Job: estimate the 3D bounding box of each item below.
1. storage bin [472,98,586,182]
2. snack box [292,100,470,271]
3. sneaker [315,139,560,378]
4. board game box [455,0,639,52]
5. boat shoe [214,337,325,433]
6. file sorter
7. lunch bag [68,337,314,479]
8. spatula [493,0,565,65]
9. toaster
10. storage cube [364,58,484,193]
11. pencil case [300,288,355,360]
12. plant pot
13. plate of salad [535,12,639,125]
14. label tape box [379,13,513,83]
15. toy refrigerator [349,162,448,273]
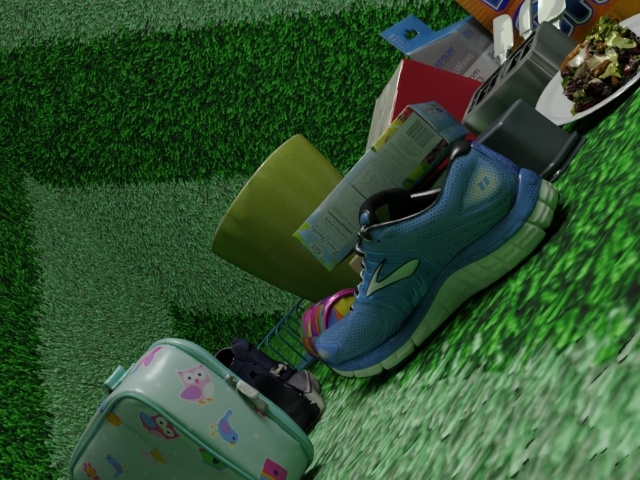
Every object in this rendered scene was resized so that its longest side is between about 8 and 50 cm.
[{"bbox_3d":[0.234,-0.101,0.822,0.098,0.091,0.135,-49,-1,-25],"label":"storage bin"},{"bbox_3d":[0.079,-0.072,0.824,0.207,0.070,0.174,-49,-6,22],"label":"snack box"},{"bbox_3d":[0.090,0.020,0.721,0.330,0.147,0.130,-49,0,31],"label":"sneaker"},{"bbox_3d":[0.486,-0.588,1.247,0.356,0.356,0.356,-49,1,-32],"label":"board game box"},{"bbox_3d":[-0.091,0.215,1.025,0.127,0.158,0.340,-49,0,-13],"label":"boat shoe"},{"bbox_3d":[-0.035,0.192,1.383,0.170,0.104,0.118,-48,1,37],"label":"file sorter"},{"bbox_3d":[-0.151,0.234,0.731,0.279,0.224,0.108,-50,0,40],"label":"lunch bag"},{"bbox_3d":[0.366,-0.324,1.171,0.168,0.019,0.242,-21,61,53],"label":"spatula"},{"bbox_3d":[0.318,-0.223,1.039,0.168,0.110,0.185,-48,8,44],"label":"toaster"},{"bbox_3d":[0.196,-0.183,1.216,0.183,0.193,0.214,133,152,-75],"label":"storage cube"},{"bbox_3d":[0.031,0.128,0.966,0.104,0.104,0.236,-49,-2,-13],"label":"pencil case"},{"bbox_3d":[0.000,0.000,1.240,0.274,0.293,0.275,-53,-4,-6],"label":"plant pot"},{"bbox_3d":[0.346,-0.223,0.838,0.200,0.048,0.200,-42,17,16],"label":"plate of salad"},{"bbox_3d":[0.310,-0.374,1.370,0.106,0.334,0.240,-49,0,36],"label":"label tape box"},{"bbox_3d":[0.144,-0.007,0.878,0.094,0.102,0.269,-49,-1,-26],"label":"toy refrigerator"}]
